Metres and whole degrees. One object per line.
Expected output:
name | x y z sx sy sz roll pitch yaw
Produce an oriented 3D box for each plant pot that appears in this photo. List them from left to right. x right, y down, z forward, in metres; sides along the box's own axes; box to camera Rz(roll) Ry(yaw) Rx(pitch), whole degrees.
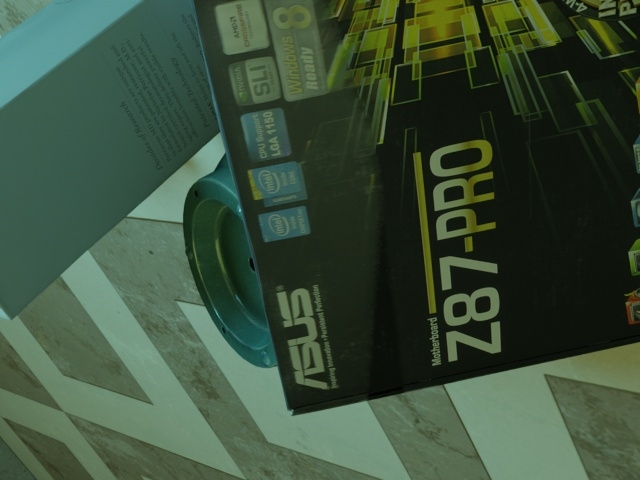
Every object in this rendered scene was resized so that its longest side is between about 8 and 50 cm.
plant pot | 0.000 0.000 0.913 0.293 0.196 0.293 38 138 44

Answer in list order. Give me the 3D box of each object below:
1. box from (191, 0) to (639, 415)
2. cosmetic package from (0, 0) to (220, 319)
box | 0.096 -0.079 0.674 0.318 0.097 0.395 -10 127 -2
cosmetic package | -0.246 -0.112 0.961 0.217 0.385 0.156 6 134 45
